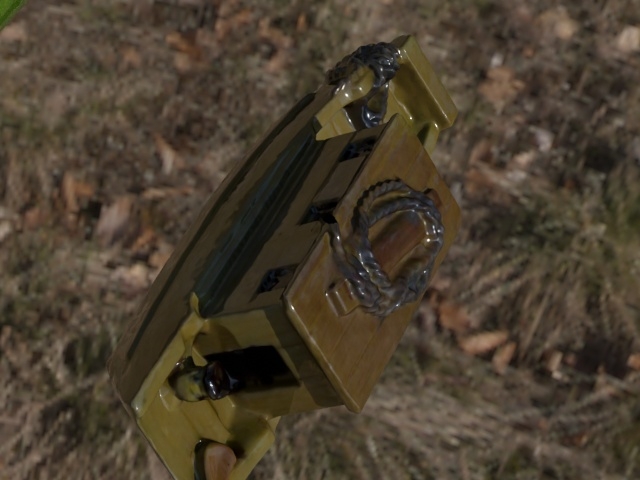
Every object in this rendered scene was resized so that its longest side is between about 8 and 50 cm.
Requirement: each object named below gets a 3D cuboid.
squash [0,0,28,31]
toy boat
[{"bbox_3d":[-0.081,-0.048,0.318,0.027,0.027,0.089,18,35,1],"label":"squash"},{"bbox_3d":[0.000,0.000,0.483,0.077,0.057,0.200,-15,30,36],"label":"toy boat"}]
